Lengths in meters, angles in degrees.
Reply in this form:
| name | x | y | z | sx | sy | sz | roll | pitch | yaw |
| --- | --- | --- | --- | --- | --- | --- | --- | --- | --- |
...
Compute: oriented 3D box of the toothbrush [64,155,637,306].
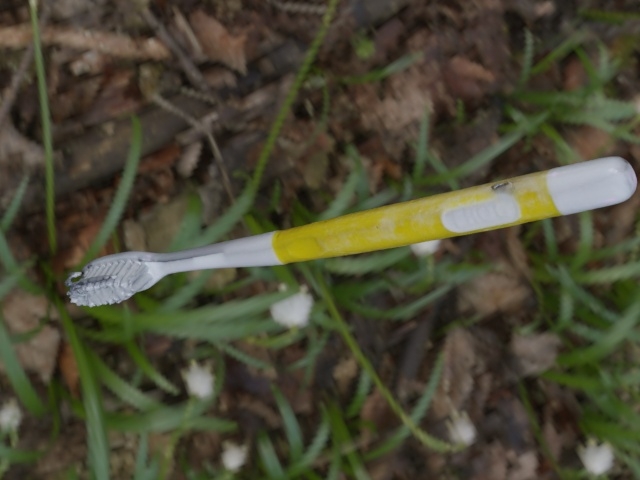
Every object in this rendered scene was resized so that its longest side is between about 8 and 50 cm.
| name | x | y | z | sx | sy | sz | roll | pitch | yaw |
| --- | --- | --- | --- | --- | --- | --- | --- | --- | --- |
| toothbrush | 0.000 | 0.000 | 0.708 | 0.288 | 0.024 | 0.021 | -11 | 112 | 35 |
